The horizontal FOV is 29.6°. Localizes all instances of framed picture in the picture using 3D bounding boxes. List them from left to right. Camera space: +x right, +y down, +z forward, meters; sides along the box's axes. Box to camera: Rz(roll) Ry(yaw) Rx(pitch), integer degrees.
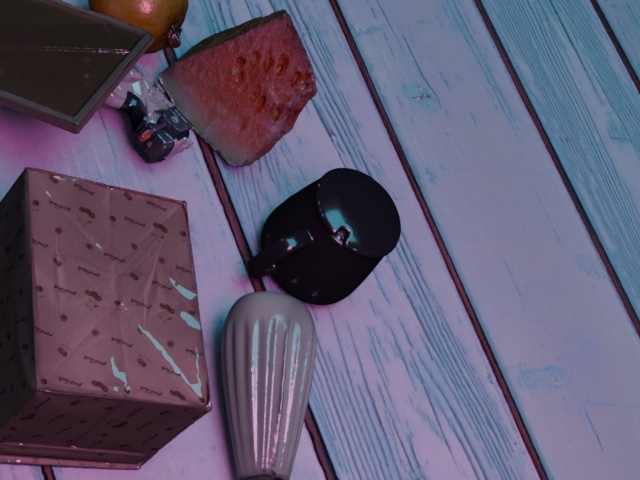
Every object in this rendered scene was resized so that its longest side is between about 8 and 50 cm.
[{"bbox_3d":[-0.411,-0.266,1.621,0.315,0.024,0.232,21,45,8],"label":"framed picture"}]

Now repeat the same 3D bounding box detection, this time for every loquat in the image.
[{"bbox_3d":[-0.268,-0.347,1.789,0.163,0.163,0.137,36,71,-12],"label":"loquat"}]

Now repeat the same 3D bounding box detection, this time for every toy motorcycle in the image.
[{"bbox_3d":[-0.279,-0.201,1.716,0.221,0.102,0.150,46,31,-1],"label":"toy motorcycle"}]

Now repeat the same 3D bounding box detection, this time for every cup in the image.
[{"bbox_3d":[0.000,0.000,1.735,0.223,0.176,0.169,-20,78,-45],"label":"cup"}]

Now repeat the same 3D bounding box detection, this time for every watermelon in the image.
[{"bbox_3d":[-0.090,-0.245,1.781,0.193,0.256,0.140,49,43,-10],"label":"watermelon"}]

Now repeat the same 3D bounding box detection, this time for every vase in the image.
[{"bbox_3d":[-0.070,0.197,1.584,0.128,0.128,0.248,16,62,-29],"label":"vase"}]

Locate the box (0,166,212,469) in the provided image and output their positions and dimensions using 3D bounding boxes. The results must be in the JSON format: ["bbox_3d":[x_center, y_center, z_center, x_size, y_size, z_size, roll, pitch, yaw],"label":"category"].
[{"bbox_3d":[-0.281,0.098,1.439,0.225,0.190,0.297,11,55,-34],"label":"box"}]
